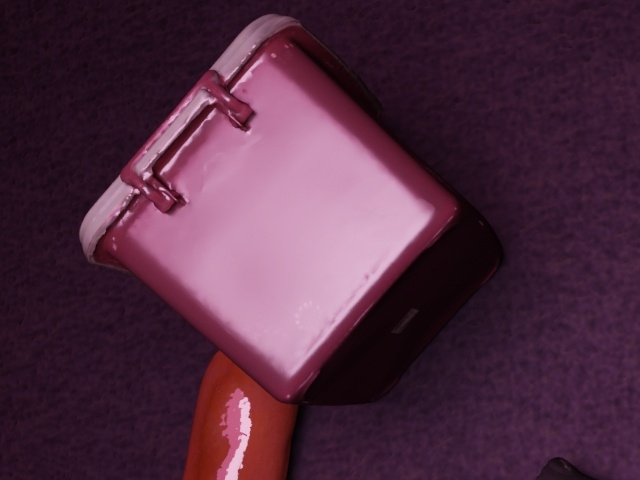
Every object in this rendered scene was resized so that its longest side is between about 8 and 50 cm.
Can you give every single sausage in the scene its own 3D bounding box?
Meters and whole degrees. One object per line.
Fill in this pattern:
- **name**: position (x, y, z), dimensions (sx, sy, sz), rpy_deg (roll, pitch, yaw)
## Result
- **sausage**: position (-0.061, 0.167, 0.946), dimensions (0.077, 0.077, 0.194), rpy_deg (5, 76, 24)

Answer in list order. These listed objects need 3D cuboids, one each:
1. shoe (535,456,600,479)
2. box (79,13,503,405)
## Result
- **shoe**: position (0.144, 0.187, 0.833), dimensions (0.241, 0.108, 0.093), rpy_deg (-19, 73, 21)
- **box**: position (0.000, 0.000, 0.854), dimensions (0.167, 0.294, 0.193), rpy_deg (44, 96, 16)
